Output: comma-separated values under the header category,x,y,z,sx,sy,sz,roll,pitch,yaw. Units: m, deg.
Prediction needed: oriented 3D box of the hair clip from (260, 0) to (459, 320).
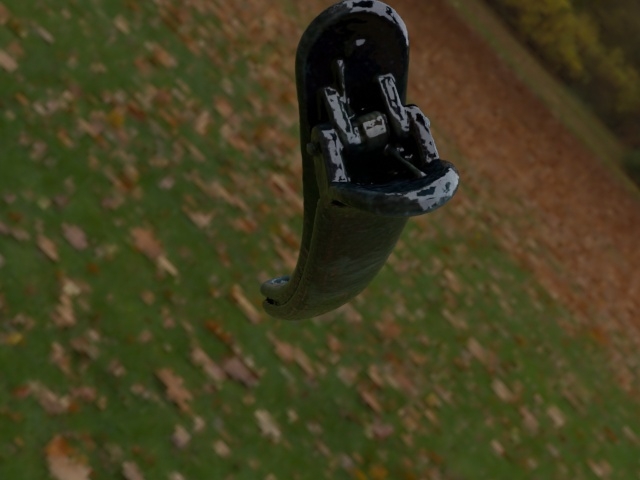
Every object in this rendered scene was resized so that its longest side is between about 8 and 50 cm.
category,x,y,z,sx,sy,sz,roll,pitch,yaw
hair clip,0.000,0.000,0.555,0.229,0.039,0.070,115,-42,-67
